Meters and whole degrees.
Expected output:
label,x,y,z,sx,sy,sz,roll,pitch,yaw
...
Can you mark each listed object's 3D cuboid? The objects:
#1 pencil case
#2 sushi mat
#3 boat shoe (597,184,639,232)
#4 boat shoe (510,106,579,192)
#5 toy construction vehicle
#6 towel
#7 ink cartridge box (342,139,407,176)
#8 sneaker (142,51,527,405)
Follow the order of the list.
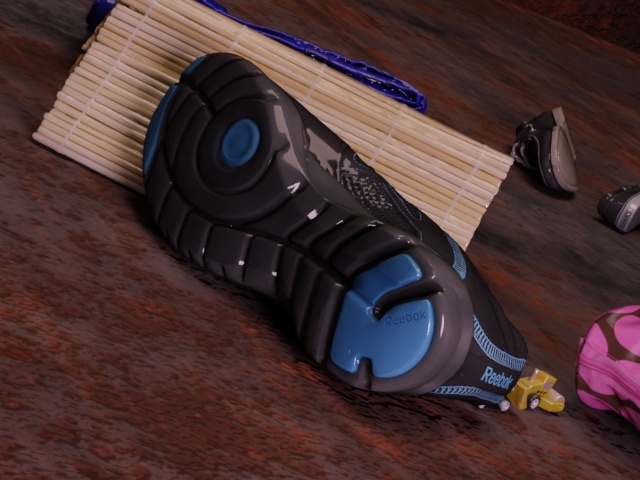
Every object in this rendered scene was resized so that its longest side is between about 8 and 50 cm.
label,x,y,z,sx,sy,sz,roll,pitch,yaw
pencil case,0.255,0.121,1.329,0.098,0.095,0.209,-5,28,-34
sushi mat,-0.034,-0.067,1.415,0.317,0.151,0.019,27,-15,5
boat shoe,0.332,-0.041,2.110,0.040,0.049,0.142,29,17,17
boat shoe,0.243,-0.092,2.161,0.065,0.075,0.206,-16,16,12
toy construction vehicle,0.120,0.083,1.335,0.098,0.035,0.086,12,19,-42
towel,-0.053,-0.158,1.755,0.308,0.076,0.227,24,4,-5
ink cartridge box,0.002,-0.062,1.540,0.154,0.093,0.212,27,16,6
sneaker,0.000,0.000,1.307,0.140,0.125,0.341,25,18,-48
